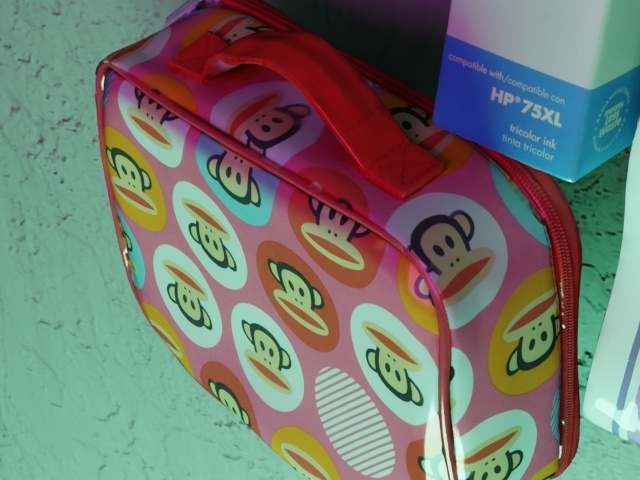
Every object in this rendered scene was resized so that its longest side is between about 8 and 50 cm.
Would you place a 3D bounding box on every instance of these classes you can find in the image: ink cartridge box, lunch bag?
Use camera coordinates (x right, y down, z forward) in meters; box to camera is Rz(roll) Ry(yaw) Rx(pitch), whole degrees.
[{"bbox_3d":[0.130,-0.158,0.715,0.078,0.134,0.231,26,126,28],"label":"ink cartridge box"},{"bbox_3d":[0.000,0.000,0.860,0.293,0.120,0.258,35,147,38],"label":"lunch bag"}]

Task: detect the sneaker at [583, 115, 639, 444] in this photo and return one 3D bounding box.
[{"bbox_3d":[0.222,0.001,0.749,0.161,0.102,0.282,25,136,26],"label":"sneaker"}]
